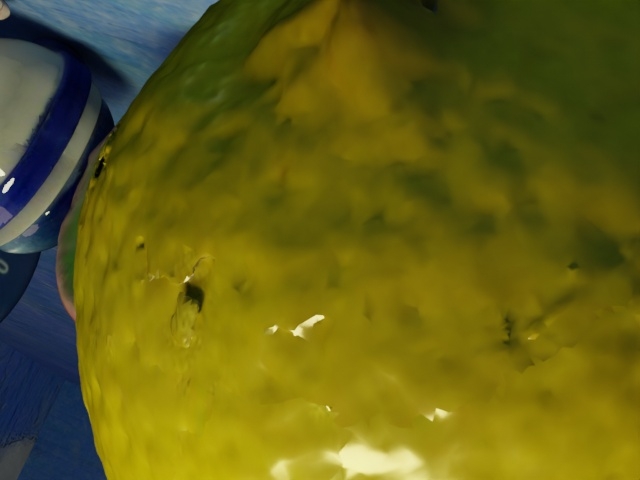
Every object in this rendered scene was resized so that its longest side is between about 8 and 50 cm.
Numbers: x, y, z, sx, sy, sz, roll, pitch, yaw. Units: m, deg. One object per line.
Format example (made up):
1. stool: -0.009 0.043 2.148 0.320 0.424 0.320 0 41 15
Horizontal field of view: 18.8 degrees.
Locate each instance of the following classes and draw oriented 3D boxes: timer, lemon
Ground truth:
1. timer: -0.267 -0.038 1.332 0.270 0.270 0.383 31 156 -27
2. lemon: 0.072 0.037 0.697 0.336 0.336 0.336 24 169 5

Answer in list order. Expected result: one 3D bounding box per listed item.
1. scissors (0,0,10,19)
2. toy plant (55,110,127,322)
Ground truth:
1. scissors: -0.286 -0.174 1.229 0.160 0.024 0.317 29 168 -21
2. toy plant: 0.030 0.034 1.117 0.356 0.210 0.317 26 -157 -28
